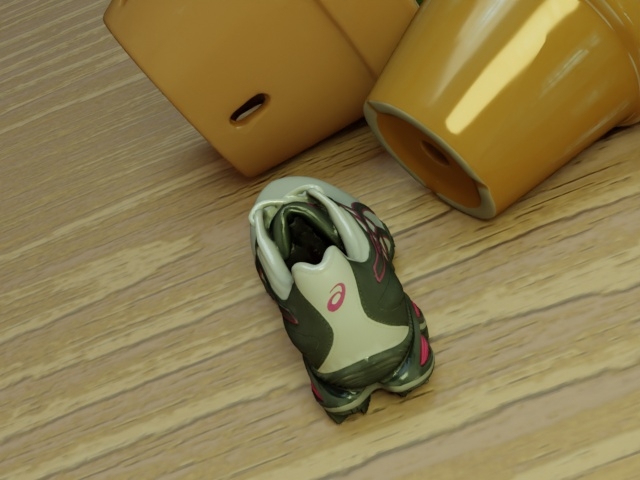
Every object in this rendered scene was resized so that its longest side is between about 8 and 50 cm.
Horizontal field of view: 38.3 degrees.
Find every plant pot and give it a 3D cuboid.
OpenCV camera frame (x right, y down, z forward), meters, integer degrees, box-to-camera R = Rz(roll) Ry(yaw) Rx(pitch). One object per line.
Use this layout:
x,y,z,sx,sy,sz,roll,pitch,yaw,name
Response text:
-0.058,-0.197,0.847,0.203,0.291,0.291,-41,33,3,plant pot
0.140,-0.125,0.687,0.188,0.205,0.205,-49,37,-7,plant pot

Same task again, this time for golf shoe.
0.000,0.000,0.649,0.105,0.120,0.273,-28,31,-2,golf shoe

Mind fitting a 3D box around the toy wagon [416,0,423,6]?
0.200,-0.299,0.863,0.267,0.068,0.344,-29,-12,24,toy wagon
